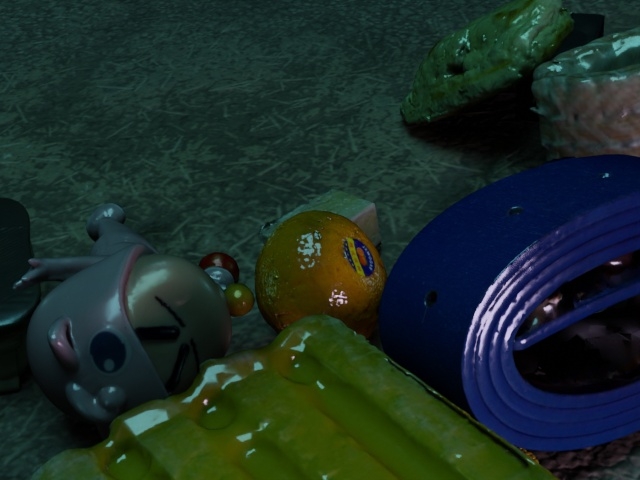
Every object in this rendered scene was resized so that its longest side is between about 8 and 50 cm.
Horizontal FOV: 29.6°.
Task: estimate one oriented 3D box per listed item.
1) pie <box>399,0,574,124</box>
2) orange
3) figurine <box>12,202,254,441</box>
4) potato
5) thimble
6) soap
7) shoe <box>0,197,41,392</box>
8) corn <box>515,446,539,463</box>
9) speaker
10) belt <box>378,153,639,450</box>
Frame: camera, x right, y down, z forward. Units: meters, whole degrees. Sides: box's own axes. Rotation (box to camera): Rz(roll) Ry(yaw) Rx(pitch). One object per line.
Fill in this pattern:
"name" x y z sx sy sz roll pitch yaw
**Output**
"pie" 0.195 -0.218 1.423 0.201 0.090 0.248 -41 10 -34
"orange" -0.001 0.042 1.124 0.135 0.117 0.136 29 38 -26
"figurine" -0.161 0.053 1.108 0.186 0.176 0.287 -23 19 15
"potato" 0.002 -0.001 1.243 0.086 0.061 0.122 22 43 38
"thimble" 0.346 -0.144 1.275 0.229 0.148 0.196 -8 20 22
"soap" -0.003 0.223 0.846 0.293 0.156 0.335 -31 42 -25
"shoe" -0.334 0.043 1.207 0.103 0.098 0.275 -8 32 -15
"corn" 0.141 0.173 0.992 0.037 0.037 0.092 -31 42 -30
"speaker" 0.302 -0.219 1.513 0.082 0.044 0.218 7 37 18
"belt" 0.219 0.048 0.984 0.347 0.212 0.117 -14 21 -31
